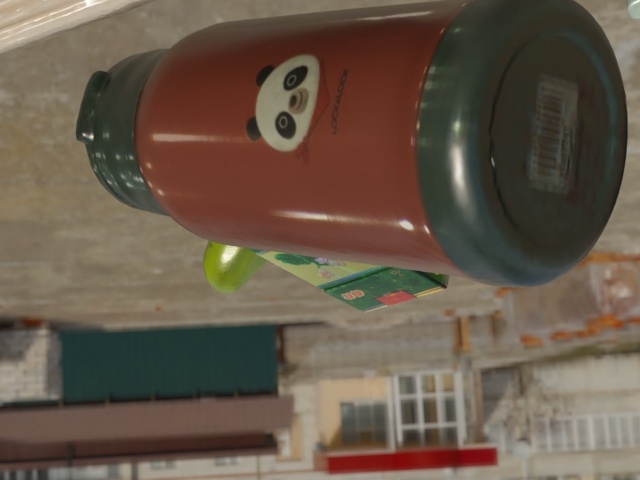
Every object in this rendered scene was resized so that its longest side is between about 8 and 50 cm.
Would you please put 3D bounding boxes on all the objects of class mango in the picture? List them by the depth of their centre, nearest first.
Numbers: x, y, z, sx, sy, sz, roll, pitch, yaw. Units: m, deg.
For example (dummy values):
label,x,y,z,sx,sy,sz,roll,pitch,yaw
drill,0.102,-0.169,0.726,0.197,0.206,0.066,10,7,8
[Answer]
label,x,y,z,sx,sy,sz,roll,pitch,yaw
mango,-0.104,-0.003,1.701,0.089,0.163,0.117,28,164,12

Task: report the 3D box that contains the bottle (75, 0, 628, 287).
label,x,y,z,sx,sy,sz,roll,pitch,yaw
bottle,-0.008,-0.063,0.680,0.336,0.144,0.144,8,-179,44

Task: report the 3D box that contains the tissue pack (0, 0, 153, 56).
label,x,y,z,sx,sy,sz,roll,pitch,yaw
tissue pack,-0.146,-0.146,0.629,0.325,0.071,0.170,-18,-157,12

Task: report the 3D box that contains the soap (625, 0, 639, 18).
label,x,y,z,sx,sy,sz,roll,pitch,yaw
soap,0.420,-0.328,1.363,0.159,0.265,0.087,-27,119,23

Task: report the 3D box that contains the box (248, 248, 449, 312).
label,x,y,z,sx,sy,sz,roll,pitch,yaw
box,0.000,0.000,1.186,0.235,0.034,0.132,30,149,-29
